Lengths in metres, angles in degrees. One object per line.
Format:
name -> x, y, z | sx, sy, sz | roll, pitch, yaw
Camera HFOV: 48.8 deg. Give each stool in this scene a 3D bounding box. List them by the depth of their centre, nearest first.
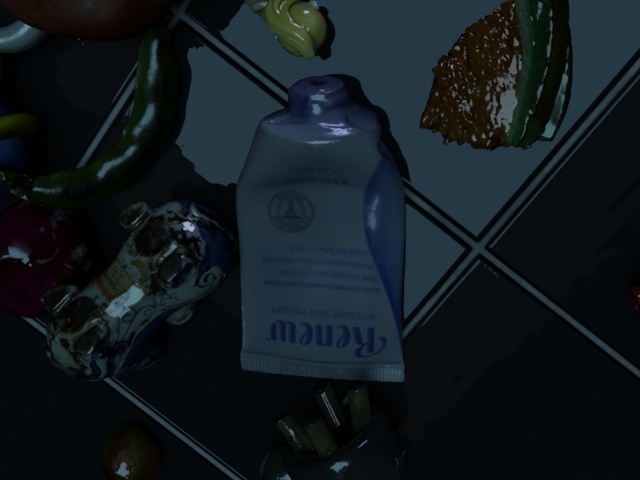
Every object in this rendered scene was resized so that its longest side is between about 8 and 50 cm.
stool -> 0.003, 0.283, 0.947 | 0.228, 0.153, 0.139 | -25, 98, 13

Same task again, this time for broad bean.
broad bean -> -0.273, -0.138, 0.919 | 0.292, 0.049, 0.144 | -42, 133, -3

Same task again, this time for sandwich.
sandwich -> 0.214, -0.201, 0.840 | 0.160, 0.109, 0.185 | 11, 107, 26

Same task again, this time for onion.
onion -> -0.368, 0.039, 0.959 | 0.198, 0.135, 0.173 | 21, 111, 0

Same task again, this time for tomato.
tomato -> -0.264, -0.361, 0.780 | 0.265, 0.265, 0.265 | 2, 103, 8

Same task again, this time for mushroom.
mushroom -> -0.285, 0.342, 1.049 | 0.088, 0.073, 0.129 | 9, 111, -28

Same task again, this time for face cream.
face cream -> 0.000, 0.000, 0.923 | 0.234, 0.137, 0.420 | 2, 114, 6

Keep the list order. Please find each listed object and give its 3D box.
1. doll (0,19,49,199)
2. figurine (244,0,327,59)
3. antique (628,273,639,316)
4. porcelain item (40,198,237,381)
doll -> -0.448, -0.182, 0.930 | 0.311, 0.159, 0.243 | -35, 83, -5
figurine -> -0.057, -0.298, 0.871 | 0.083, 0.083, 0.187 | -34, 86, 14
antique -> 0.437, 0.066, 0.861 | 0.104, 0.104, 0.104 | 2, 103, 8
porcelain item -> -0.224, 0.077, 0.935 | 0.288, 0.186, 0.138 | -46, 60, 0
